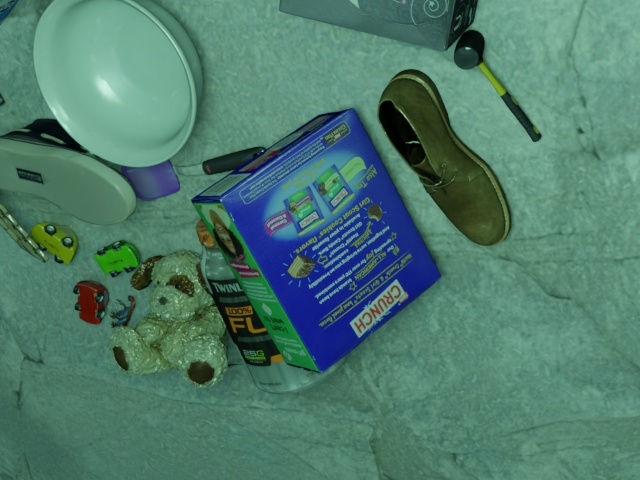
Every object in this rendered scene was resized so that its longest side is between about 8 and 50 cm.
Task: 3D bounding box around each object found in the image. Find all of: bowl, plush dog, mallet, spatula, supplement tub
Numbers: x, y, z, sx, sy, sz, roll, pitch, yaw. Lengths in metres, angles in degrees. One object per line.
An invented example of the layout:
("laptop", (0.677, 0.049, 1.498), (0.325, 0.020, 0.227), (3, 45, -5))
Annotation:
("bowl", (-0.304, -0.279, 1.506), (0.298, 0.134, 0.298), (12, 124, 19))
("plush dog", (-0.247, 0.131, 1.726), (0.262, 0.211, 0.225), (4, 102, 32))
("mallet", (0.253, -0.211, 1.317), (0.039, 0.062, 0.189), (-30, 104, 35))
("spatula", (-0.217, -0.125, 1.624), (0.296, 0.030, 0.084), (-8, 117, 29))
("supplement tub", (-0.084, 0.087, 1.587), (0.194, 0.193, 0.316), (-9, 115, 31))

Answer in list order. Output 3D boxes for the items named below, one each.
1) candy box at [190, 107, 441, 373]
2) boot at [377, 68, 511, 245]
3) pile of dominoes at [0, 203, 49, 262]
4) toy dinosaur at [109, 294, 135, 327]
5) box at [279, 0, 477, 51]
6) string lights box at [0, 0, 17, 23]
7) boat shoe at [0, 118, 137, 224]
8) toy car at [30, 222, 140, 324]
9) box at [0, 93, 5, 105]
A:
("candy box", (0.000, 0.000, 1.439), (0.122, 0.268, 0.317), (3, 125, 61))
("boot", (0.177, -0.101, 1.392), (0.112, 0.115, 0.305), (-26, 107, 34))
("pile of dominoes", (-0.606, -0.062, 1.787), (0.196, 0.040, 0.251), (22, 151, 49))
("toy dinosaur", (-0.396, 0.145, 1.890), (0.082, 0.047, 0.090), (-25, 139, 27))
("box", (0.086, -0.374, 1.247), (0.247, 0.142, 0.163), (17, 126, 15))
("string lights box", (-0.622, -0.378, 1.602), (0.260, 0.133, 0.077), (-34, 100, 38))
("boat shoe", (-0.429, -0.137, 1.631), (0.341, 0.158, 0.127), (19, 128, 23))
("toy car", (-0.433, 0.044, 1.823), (0.225, 0.053, 0.239), (-15, 113, 32))
("box", (-0.638, -0.283, 1.742), (0.067, 0.018, 0.083), (-12, 113, 32))
